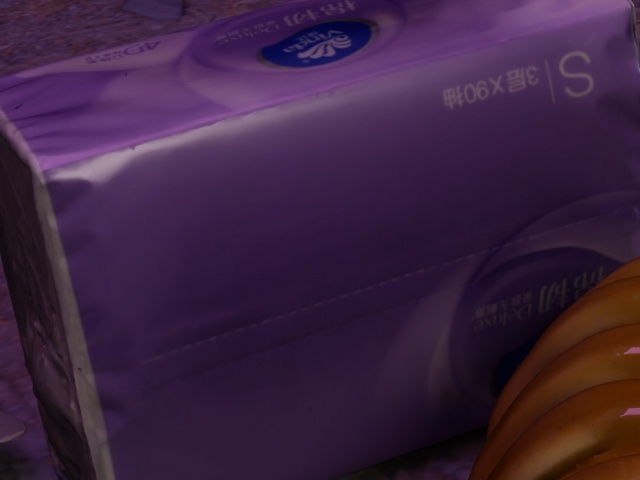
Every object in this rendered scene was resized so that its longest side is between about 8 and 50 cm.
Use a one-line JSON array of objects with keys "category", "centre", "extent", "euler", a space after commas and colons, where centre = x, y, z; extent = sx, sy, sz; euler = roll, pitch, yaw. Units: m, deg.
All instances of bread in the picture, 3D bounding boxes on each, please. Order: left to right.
[{"category": "bread", "centre": [0.134, 0.111, 0.885], "extent": [0.121, 0.173, 0.311], "euler": [34, 28, -5]}]

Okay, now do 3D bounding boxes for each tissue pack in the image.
[{"category": "tissue pack", "centre": [0.000, 0.000, 1.067], "extent": [0.338, 0.242, 0.160], "euler": [-18, 28, -17]}]

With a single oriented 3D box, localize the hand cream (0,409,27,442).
[{"category": "hand cream", "centre": [-0.328, 0.130, 1.086], "extent": [0.314, 0.089, 0.140], "euler": [-18, 20, -28]}]
